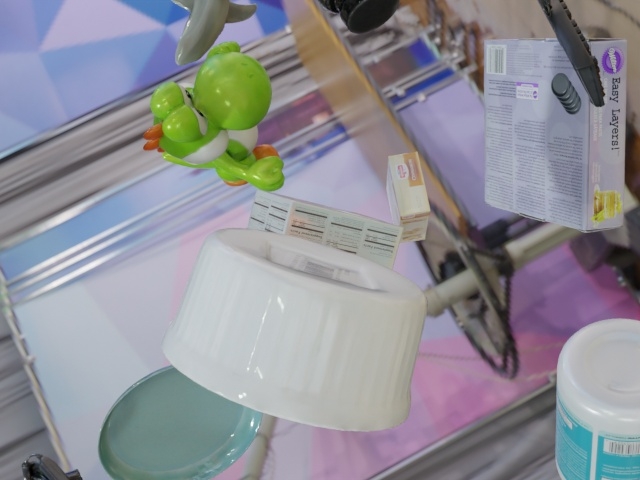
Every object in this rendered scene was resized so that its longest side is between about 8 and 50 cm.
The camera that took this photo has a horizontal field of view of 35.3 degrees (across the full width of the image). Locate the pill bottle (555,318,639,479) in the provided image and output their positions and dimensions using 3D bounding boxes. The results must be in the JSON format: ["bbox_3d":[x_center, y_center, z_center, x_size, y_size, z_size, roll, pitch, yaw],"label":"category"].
[{"bbox_3d":[0.354,0.226,1.199,0.146,0.146,0.264,55,164,43],"label":"pill bottle"}]

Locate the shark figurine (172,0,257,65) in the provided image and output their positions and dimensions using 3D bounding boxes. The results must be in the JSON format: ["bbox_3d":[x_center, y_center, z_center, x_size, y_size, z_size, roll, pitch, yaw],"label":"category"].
[{"bbox_3d":[-0.181,-0.422,1.529,0.116,0.166,0.278,-19,91,68],"label":"shark figurine"}]

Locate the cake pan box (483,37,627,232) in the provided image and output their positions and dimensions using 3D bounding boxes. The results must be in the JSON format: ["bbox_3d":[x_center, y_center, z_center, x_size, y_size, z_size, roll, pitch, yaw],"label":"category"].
[{"bbox_3d":[0.308,-0.152,1.369,0.267,0.070,0.245,-156,63,-66],"label":"cake pan box"}]

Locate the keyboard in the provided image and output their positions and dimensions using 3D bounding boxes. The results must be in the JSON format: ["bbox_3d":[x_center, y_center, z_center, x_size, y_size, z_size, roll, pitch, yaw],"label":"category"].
[{"bbox_3d":[0.220,-0.217,0.944,0.108,0.023,0.180,40,-153,-53],"label":"keyboard"}]

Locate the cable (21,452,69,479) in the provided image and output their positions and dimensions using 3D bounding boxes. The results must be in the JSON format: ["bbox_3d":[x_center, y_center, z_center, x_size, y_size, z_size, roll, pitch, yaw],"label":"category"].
[{"bbox_3d":[-0.441,0.451,1.684,0.184,0.047,0.150,39,131,22],"label":"cable"}]

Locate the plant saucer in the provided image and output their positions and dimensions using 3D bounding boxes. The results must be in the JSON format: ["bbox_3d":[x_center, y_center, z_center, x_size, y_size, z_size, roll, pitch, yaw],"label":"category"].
[{"bbox_3d":[-0.263,0.343,1.884,0.043,0.318,0.317,54,168,50],"label":"plant saucer"}]

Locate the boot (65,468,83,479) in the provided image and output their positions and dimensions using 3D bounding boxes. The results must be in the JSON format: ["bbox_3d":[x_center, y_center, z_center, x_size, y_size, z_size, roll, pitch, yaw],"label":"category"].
[{"bbox_3d":[-0.556,0.519,2.140,0.121,0.099,0.045,-20,81,63],"label":"boot"}]

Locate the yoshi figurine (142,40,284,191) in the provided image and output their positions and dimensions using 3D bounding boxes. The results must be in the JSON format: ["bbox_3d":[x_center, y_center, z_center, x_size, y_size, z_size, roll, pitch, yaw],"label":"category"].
[{"bbox_3d":[-0.126,-0.183,1.490,0.204,0.203,0.362,24,-178,10],"label":"yoshi figurine"}]

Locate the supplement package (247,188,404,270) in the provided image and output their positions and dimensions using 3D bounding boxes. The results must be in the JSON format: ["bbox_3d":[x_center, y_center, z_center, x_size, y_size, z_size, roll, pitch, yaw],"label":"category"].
[{"bbox_3d":[0.000,0.000,2.107,0.204,0.262,0.145,21,97,64],"label":"supplement package"}]

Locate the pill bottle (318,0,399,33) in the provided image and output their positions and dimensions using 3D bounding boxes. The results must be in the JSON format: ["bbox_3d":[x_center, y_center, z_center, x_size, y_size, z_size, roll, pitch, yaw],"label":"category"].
[{"bbox_3d":[0.030,-0.433,1.567,0.219,0.123,0.123,60,172,21],"label":"pill bottle"}]

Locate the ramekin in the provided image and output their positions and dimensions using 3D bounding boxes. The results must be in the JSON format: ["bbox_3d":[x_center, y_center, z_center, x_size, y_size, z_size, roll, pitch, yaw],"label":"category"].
[{"bbox_3d":[-0.020,0.084,1.076,0.277,0.277,0.135,-139,64,-70],"label":"ramekin"}]

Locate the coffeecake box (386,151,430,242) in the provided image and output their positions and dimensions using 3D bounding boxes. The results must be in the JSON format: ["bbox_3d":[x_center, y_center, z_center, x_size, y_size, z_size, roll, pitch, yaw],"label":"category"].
[{"bbox_3d":[0.192,-0.092,2.225,0.185,0.068,0.142,82,178,-71],"label":"coffeecake box"}]
